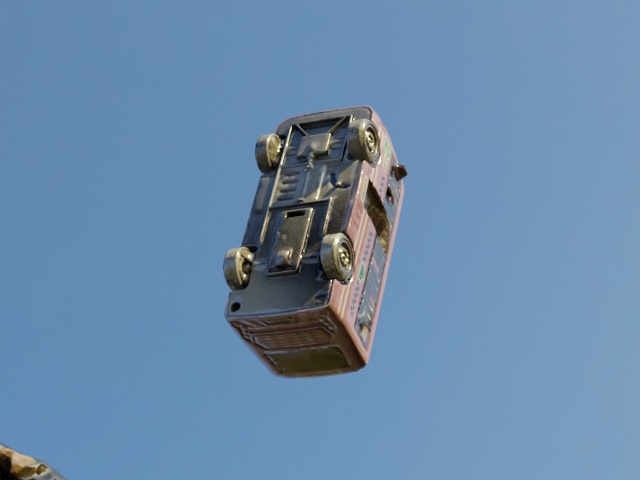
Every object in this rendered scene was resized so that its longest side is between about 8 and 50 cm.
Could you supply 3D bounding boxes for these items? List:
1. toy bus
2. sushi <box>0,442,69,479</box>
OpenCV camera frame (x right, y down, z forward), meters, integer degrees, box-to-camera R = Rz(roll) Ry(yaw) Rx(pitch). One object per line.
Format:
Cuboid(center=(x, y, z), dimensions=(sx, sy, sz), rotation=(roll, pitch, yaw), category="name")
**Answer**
Cuboid(center=(0.000, 0.000, 1.277), dimensions=(0.087, 0.178, 0.098), rotation=(-8, -43, 26), category="toy bus")
Cuboid(center=(-0.273, 0.191, 1.254), dimensions=(0.219, 0.238, 0.225), rotation=(-43, -12, -43), category="sushi")
